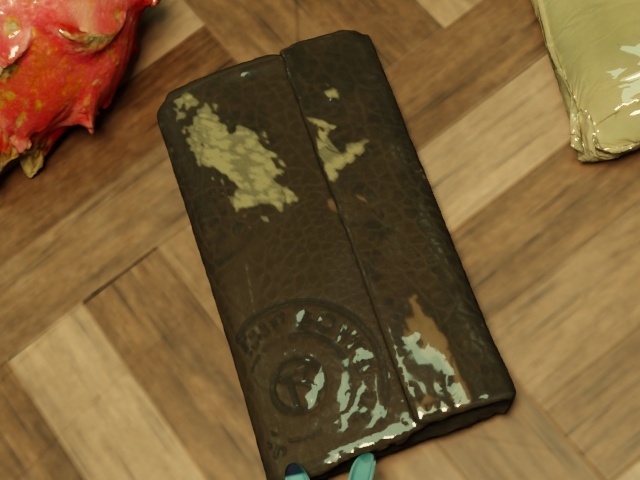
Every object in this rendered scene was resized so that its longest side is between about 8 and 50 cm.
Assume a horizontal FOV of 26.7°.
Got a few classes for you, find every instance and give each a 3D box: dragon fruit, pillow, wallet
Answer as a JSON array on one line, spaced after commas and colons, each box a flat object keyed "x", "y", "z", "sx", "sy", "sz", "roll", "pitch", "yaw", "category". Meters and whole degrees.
[{"x": -0.221, "y": -0.168, "z": 0.972, "sx": 0.210, "sy": 0.205, "sz": 0.268, "roll": 5, "pitch": 103, "yaw": -1, "category": "dragon fruit"}, {"x": 0.212, "y": -0.149, "z": 0.936, "sx": 0.119, "sy": 0.053, "sz": 0.208, "roll": -16, "pitch": 63, "yaw": 10, "category": "pillow"}, {"x": 0.000, "y": 0.000, "z": 0.924, "sx": 0.171, "sy": 0.044, "sz": 0.321, "roll": -22, "pitch": 63, "yaw": 5, "category": "wallet"}]

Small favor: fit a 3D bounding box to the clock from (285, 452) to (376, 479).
[{"x": 0.017, "y": 0.202, "z": 0.811, "sx": 0.108, "sy": 0.045, "sz": 0.147, "roll": -13, "pitch": 78, "yaw": 11, "category": "clock"}]
